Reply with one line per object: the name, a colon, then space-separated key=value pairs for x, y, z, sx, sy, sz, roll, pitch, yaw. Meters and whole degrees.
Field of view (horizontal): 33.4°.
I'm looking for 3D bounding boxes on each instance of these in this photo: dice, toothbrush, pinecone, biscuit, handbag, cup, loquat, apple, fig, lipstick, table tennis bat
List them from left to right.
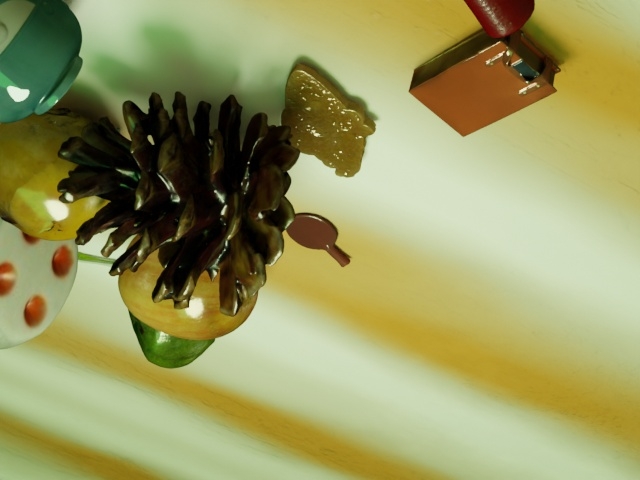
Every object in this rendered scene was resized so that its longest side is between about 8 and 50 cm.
dice: x=-0.667 y=0.026 z=2.019 sx=0.304 sy=0.277 sz=0.304 roll=14 pitch=153 yaw=20
cup: x=-0.505 y=-0.316 z=1.578 sx=0.257 sy=0.219 sz=0.289 roll=40 pitch=173 yaw=-29
loquat: x=-0.457 y=-0.115 z=1.820 sx=0.235 sy=0.235 sz=0.235 roll=10 pitch=145 yaw=7
toothbrush: x=-0.493 y=0.032 z=2.216 sx=0.263 sy=0.022 sz=0.026 roll=12 pitch=131 yaw=4
pinecone: x=-0.235 y=-0.069 z=1.672 sx=0.384 sy=0.384 sz=0.384 roll=10 pitch=145 yaw=7
apple: x=-0.248 y=0.071 z=2.017 sx=0.241 sy=0.242 sz=0.242 roll=10 pitch=145 yaw=16
fig: x=-0.271 y=0.155 z=2.210 sx=0.235 sy=0.203 sz=0.203 roll=-11 pitch=150 yaw=-19
table tennis bat: x=0.000 y=0.000 z=1.999 sx=0.098 sy=0.019 sz=0.154 roll=-21 pitch=129 yaw=39
biscuit: x=0.006 y=-0.191 z=1.717 sx=0.162 sy=0.035 sz=0.250 roll=-6 pitch=141 yaw=19
lipstick: x=0.187 y=-0.365 z=1.373 sx=0.080 sy=0.080 sz=0.241 roll=-17 pitch=136 yaw=37
handbag: x=0.240 y=-0.234 z=1.556 sx=0.127 sy=0.063 sz=0.190 roll=35 pitch=144 yaw=-26

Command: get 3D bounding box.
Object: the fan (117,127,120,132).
fan: x=-0.363 y=-0.175 z=1.896 sx=0.056 sy=0.004 sz=0.083 roll=18 pitch=145 yaw=-4
